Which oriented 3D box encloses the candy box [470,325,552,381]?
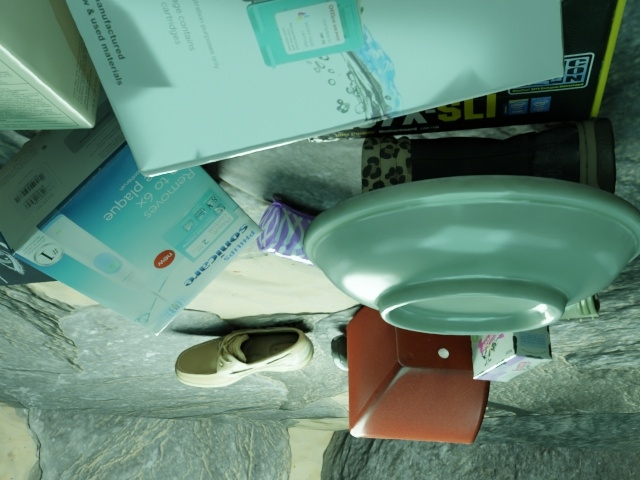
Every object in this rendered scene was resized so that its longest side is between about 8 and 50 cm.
[{"bbox_3d":[0.330,0.136,1.260,0.070,0.196,0.165,8,154,-12],"label":"candy box"}]

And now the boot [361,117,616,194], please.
[{"bbox_3d":[0.202,-0.045,0.931,0.284,0.138,0.377,-1,166,7],"label":"boot"}]

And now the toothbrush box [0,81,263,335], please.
[{"bbox_3d":[-0.240,-0.032,0.911,0.216,0.126,0.295,-44,149,-4],"label":"toothbrush box"}]

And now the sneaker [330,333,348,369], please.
[{"bbox_3d":[0.126,0.260,1.690,0.132,0.086,0.228,-18,159,27],"label":"sneaker"}]

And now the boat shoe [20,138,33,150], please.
[{"bbox_3d":[-0.306,-0.062,1.030,0.094,0.109,0.302,21,161,27],"label":"boat shoe"}]

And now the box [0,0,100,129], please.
[{"bbox_3d":[-0.311,-0.202,0.597,0.148,0.121,0.311,1,169,3],"label":"box"}]

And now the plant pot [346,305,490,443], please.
[{"bbox_3d":[0.207,0.231,1.432,0.267,0.267,0.236,5,142,-7],"label":"plant pot"}]

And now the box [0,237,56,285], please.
[{"bbox_3d":[-0.473,-0.015,1.083,0.207,0.108,0.153,-5,144,14],"label":"box"}]

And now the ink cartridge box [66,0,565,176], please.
[{"bbox_3d":[-0.007,-0.197,0.459,0.270,0.198,0.197,-13,123,6],"label":"ink cartridge box"}]

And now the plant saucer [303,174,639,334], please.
[{"bbox_3d":[0.177,0.044,0.848,0.400,0.100,0.400,2,160,1],"label":"plant saucer"}]

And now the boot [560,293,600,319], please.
[{"bbox_3d":[0.465,0.139,1.400,0.165,0.077,0.213,-10,150,19],"label":"boot"}]

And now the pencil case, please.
[{"bbox_3d":[0.000,0.000,1.134,0.206,0.086,0.088,14,118,-29],"label":"pencil case"}]

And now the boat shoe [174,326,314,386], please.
[{"bbox_3d":[-0.192,0.259,1.671,0.341,0.122,0.110,-13,148,7],"label":"boat shoe"}]

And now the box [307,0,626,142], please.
[{"bbox_3d":[0.116,-0.205,0.695,0.322,0.079,0.257,-3,156,11],"label":"box"}]
